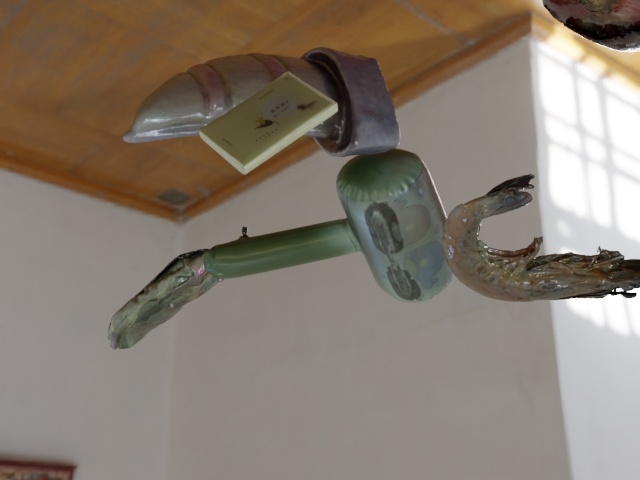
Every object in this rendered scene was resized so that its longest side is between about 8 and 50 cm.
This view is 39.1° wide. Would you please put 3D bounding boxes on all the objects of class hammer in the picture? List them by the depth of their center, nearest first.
[{"bbox_3d":[0.000,0.000,1.174,0.335,0.119,0.206,-11,124,20],"label":"hammer"}]

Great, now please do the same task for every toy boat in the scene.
[{"bbox_3d":[-0.055,-0.175,1.064,0.293,0.276,0.111,9,116,-2],"label":"toy boat"}]

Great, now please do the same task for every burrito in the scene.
[{"bbox_3d":[-0.282,0.107,1.576,0.309,0.066,0.096,-37,152,32],"label":"burrito"}]

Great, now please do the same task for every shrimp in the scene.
[{"bbox_3d":[0.228,0.002,0.899,0.219,0.046,0.152,3,130,24],"label":"shrimp"}]

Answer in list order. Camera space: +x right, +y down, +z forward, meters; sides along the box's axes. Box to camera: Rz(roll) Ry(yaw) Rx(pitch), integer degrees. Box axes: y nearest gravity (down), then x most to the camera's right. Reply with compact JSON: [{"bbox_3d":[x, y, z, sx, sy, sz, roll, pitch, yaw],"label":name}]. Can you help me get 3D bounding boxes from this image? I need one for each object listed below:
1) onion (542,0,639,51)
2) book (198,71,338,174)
[{"bbox_3d":[0.358,-0.344,0.989,0.276,0.276,0.276,0,157,0],"label":"onion"},{"bbox_3d":[-0.049,-0.112,0.837,0.111,0.077,0.014,-37,141,-17],"label":"book"}]
